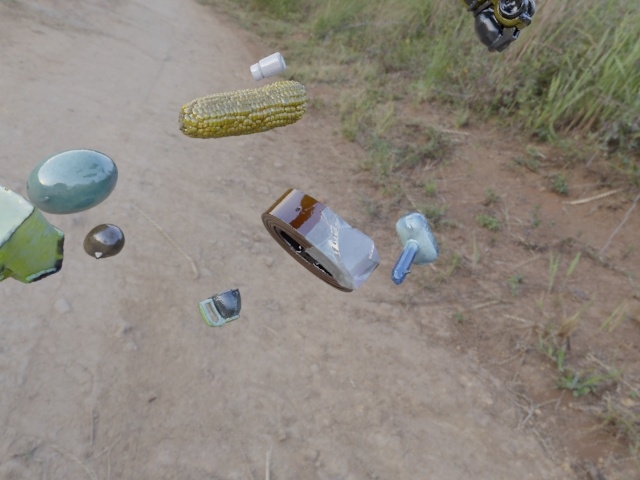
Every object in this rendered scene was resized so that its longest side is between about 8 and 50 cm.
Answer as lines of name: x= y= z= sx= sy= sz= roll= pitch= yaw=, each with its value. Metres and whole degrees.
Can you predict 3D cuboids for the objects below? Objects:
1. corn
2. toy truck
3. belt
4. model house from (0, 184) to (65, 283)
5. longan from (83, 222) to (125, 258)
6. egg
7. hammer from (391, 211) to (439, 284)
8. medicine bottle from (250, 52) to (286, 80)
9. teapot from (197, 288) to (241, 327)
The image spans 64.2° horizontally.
corn: x=-0.162 y=-0.276 z=1.095 sx=0.313 sy=0.102 sz=0.102 roll=-20 pitch=47 yaw=-31
toy truck: x=0.488 y=-0.663 z=1.452 sx=0.224 sy=0.165 sz=0.147 roll=52 pitch=35 yaw=10
belt: x=0.000 y=0.000 z=1.401 sx=0.338 sy=0.122 sz=0.217 roll=38 pitch=-22 yaw=13
model house: x=-0.585 y=0.001 z=0.898 sx=0.194 sy=0.170 sz=0.211 roll=26 pitch=-21 yaw=5
longan: x=-0.590 y=0.005 z=1.391 sx=0.113 sy=0.092 sz=0.113 roll=-4 pitch=47 yaw=5
egg: x=-0.666 y=-0.160 z=1.378 sx=0.236 sy=0.169 sz=0.169 roll=-28 pitch=52 yaw=-25
hammer: x=0.181 y=0.029 z=1.030 sx=0.116 sy=0.069 sz=0.194 roll=63 pitch=35 yaw=-20
medicine bottle: x=-0.144 y=-0.475 z=1.401 sx=0.052 sy=0.089 sz=0.052 roll=-19 pitch=90 yaw=-76
teapot: x=-0.273 y=0.190 z=1.409 sx=0.124 sy=0.092 sz=0.091 roll=-17 pitch=86 yaw=-20
